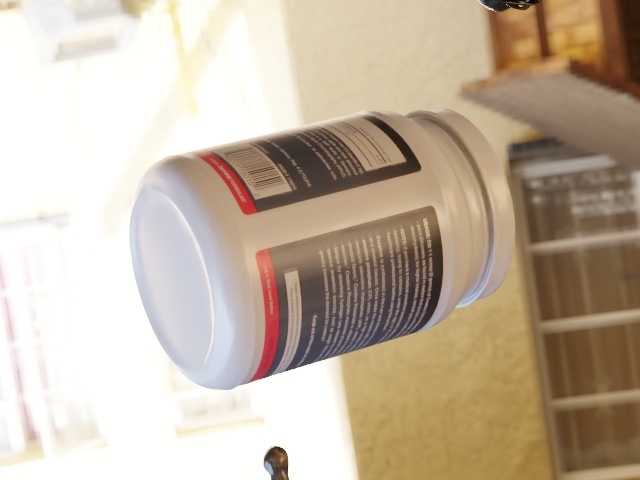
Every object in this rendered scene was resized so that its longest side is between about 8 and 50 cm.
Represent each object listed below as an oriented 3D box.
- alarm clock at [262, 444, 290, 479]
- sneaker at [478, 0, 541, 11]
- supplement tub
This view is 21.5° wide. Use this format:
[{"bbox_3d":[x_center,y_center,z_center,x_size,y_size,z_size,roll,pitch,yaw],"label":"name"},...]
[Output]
[{"bbox_3d":[0.000,0.160,0.428,0.129,0.192,0.064,30,-166,35],"label":"alarm clock"},{"bbox_3d":[0.170,-0.230,1.271,0.109,0.130,0.286,24,-175,-21],"label":"sneaker"},{"bbox_3d":[0.000,0.000,1.368,0.272,0.191,0.191,-15,-172,-27],"label":"supplement tub"}]
